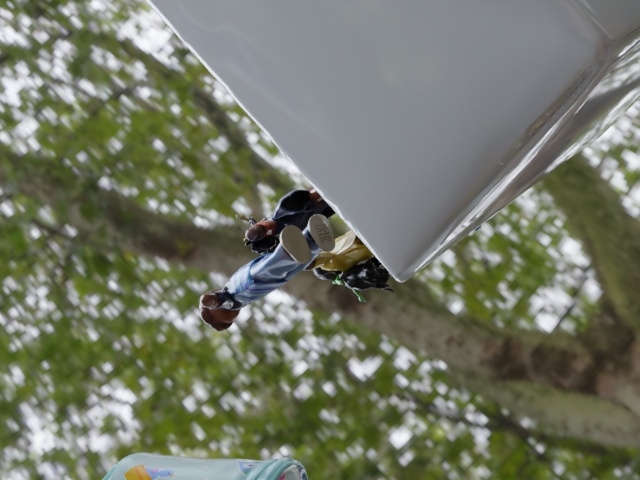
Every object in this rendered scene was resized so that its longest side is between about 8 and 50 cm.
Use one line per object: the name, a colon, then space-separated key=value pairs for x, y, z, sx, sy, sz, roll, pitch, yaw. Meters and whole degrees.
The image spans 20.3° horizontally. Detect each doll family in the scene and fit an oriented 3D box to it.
doll family: x=0.000 y=0.000 z=1.081 sx=0.193 sy=0.111 sz=0.076 roll=-7 pitch=-106 yaw=-40

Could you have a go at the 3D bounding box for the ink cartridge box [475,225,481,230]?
ink cartridge box: x=0.088 y=-0.097 z=1.564 sx=0.140 sy=0.082 sz=0.190 roll=11 pitch=-30 yaw=3

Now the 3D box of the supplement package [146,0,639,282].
supplement package: x=0.014 y=-0.100 z=0.458 sx=0.105 sy=0.179 sz=0.105 roll=-34 pitch=-11 yaw=-42

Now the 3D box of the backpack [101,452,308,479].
backpack: x=-0.038 y=0.183 z=0.758 sx=0.166 sy=0.144 sz=0.188 roll=-67 pitch=-34 yaw=-41
